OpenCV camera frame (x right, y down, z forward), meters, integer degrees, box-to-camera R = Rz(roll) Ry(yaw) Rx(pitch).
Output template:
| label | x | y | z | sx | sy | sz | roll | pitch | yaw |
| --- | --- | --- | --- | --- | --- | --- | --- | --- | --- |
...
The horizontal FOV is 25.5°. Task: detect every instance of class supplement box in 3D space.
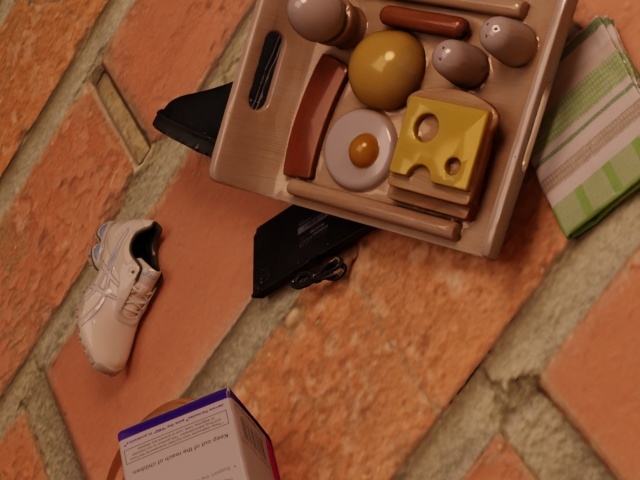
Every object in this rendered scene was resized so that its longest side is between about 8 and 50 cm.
| label | x | y | z | sx | sy | sz | roll | pitch | yaw |
| --- | --- | --- | --- | --- | --- | --- | --- | --- | --- |
| supplement box | -0.086 | 0.256 | 1.199 | 0.114 | 0.111 | 0.220 | -23 | 51 | 6 |

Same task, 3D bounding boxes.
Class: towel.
| label | x | y | z | sx | sy | sz | roll | pitch | yaw |
| --- | --- | --- | --- | --- | --- | --- | --- | --- | --- |
| towel | 0.210 | -0.088 | 1.109 | 0.113 | 0.023 | 0.152 | -42 | 48 | 33 |

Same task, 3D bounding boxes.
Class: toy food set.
| label | x | y | z | sx | sy | sz | roll | pitch | yaw |
| --- | --- | --- | --- | --- | --- | --- | --- | --- | --- |
| toy food set | 0.052 | -0.122 | 1.182 | 0.306 | 0.092 | 0.219 | 17 | 91 | 39 |

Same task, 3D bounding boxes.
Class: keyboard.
| label | x | y | z | sx | sy | sz | roll | pitch | yaw |
| --- | --- | --- | --- | --- | --- | --- | --- | --- | --- |
| keyboard | 0.000 | 0.000 | 1.315 | 0.180 | 0.023 | 0.108 | -33 | 44 | 38 |

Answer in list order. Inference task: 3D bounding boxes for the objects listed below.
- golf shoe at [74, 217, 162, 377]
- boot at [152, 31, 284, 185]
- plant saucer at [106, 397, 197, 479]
| label | x | y | z | sx | sy | sz | roll | pitch | yaw |
| --- | --- | --- | --- | --- | --- | --- | --- | --- | --- |
| golf shoe | -0.208 | 0.055 | 1.504 | 0.086 | 0.069 | 0.176 | -17 | 62 | 39 |
| boot | -0.050 | -0.167 | 1.391 | 0.246 | 0.094 | 0.207 | 26 | 93 | 52 |
| plant saucer | -0.153 | 0.248 | 1.371 | 0.200 | 0.037 | 0.200 | -23 | 57 | 42 |
